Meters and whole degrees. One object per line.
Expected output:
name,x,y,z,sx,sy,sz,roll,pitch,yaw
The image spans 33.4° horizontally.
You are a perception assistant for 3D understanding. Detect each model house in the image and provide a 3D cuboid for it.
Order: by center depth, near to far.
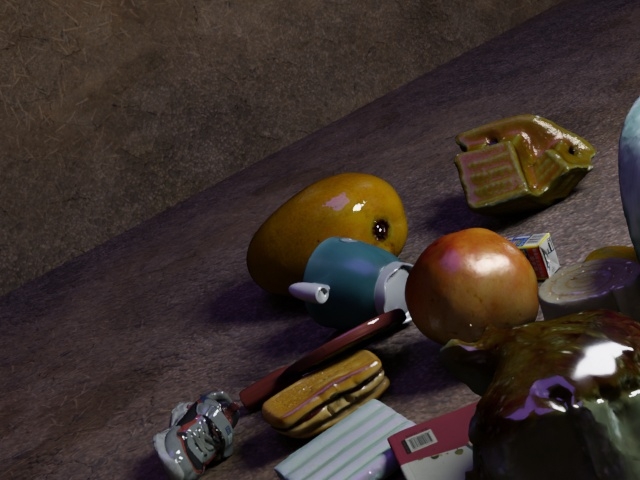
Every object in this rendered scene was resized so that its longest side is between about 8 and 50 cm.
model house,0.403,-0.142,2.135,0.268,0.173,0.239,-17,17,24

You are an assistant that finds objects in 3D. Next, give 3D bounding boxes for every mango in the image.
mango,0.480,0.052,1.647,0.103,0.076,0.161,-28,21,-31
mango,0.000,0.000,2.145,0.378,0.221,0.264,-21,19,38

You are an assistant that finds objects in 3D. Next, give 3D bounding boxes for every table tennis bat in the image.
table tennis bat,0.003,0.191,1.757,0.310,0.038,0.200,-31,-11,12

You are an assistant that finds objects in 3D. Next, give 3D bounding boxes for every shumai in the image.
shumai,0.232,0.237,1.005,0.398,0.323,0.324,-30,21,-24

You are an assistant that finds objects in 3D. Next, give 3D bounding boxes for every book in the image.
book,0.189,0.286,1.342,0.162,0.022,0.232,-21,26,-4

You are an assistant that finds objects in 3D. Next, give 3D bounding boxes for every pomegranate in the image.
pomegranate,0.234,0.080,1.644,0.209,0.209,0.209,-20,18,7

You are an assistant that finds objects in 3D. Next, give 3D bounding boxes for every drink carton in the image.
drink carton,0.331,0.033,1.879,0.166,0.071,0.056,-5,21,41

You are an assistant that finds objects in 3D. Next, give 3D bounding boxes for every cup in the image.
cup,0.083,0.083,1.890,0.173,0.167,0.300,7,7,43

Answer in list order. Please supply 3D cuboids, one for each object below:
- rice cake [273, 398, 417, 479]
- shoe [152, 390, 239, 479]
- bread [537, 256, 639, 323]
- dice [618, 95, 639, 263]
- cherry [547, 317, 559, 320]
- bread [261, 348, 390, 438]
rice cake,0.048,0.302,1.490,0.198,0.037,0.189,-28,20,-19
shoe,-0.174,0.302,1.646,0.126,0.099,0.227,-22,14,10
bread,0.388,0.113,1.474,0.148,0.141,0.134,-11,17,27
dice,0.606,-0.062,1.395,0.328,0.348,0.330,-13,26,36
cherry,0.309,0.188,1.297,0.195,0.195,0.195,-20,18,7
bread,0.009,0.241,1.647,0.200,0.077,0.116,-29,18,-16
